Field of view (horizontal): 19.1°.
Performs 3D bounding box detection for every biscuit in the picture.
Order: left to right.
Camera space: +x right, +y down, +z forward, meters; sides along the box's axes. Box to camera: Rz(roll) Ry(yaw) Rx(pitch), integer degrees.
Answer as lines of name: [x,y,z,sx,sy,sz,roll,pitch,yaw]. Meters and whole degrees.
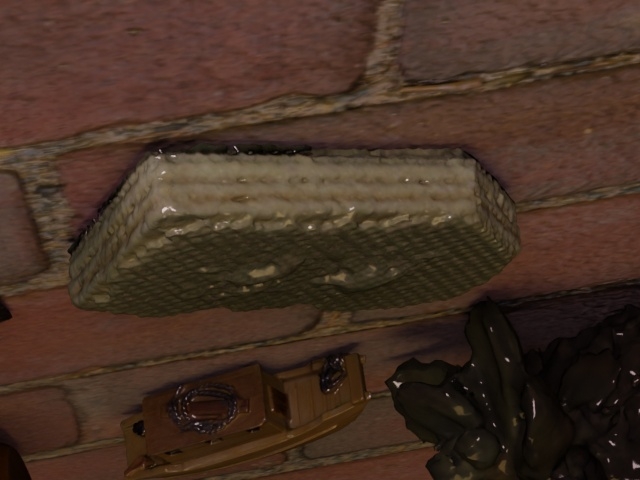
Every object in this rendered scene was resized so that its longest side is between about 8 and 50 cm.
biscuit: [0.000,0.000,1.031,0.252,0.052,0.150,-1,158,-29]

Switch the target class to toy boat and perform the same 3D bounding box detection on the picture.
toy boat: [-0.057,0.125,1.360,0.200,0.057,0.077,-17,154,17]

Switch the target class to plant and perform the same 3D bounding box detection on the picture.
plant: [0.196,0.157,1.360,0.312,0.213,0.215,12,154,-29]

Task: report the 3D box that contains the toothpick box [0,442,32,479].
toothpick box: [-0.348,0.252,1.377,0.294,0.192,0.192,-16,162,-2]

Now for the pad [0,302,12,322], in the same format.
pad: [-0.350,0.044,1.031,0.330,0.004,0.220,-11,161,-1]
